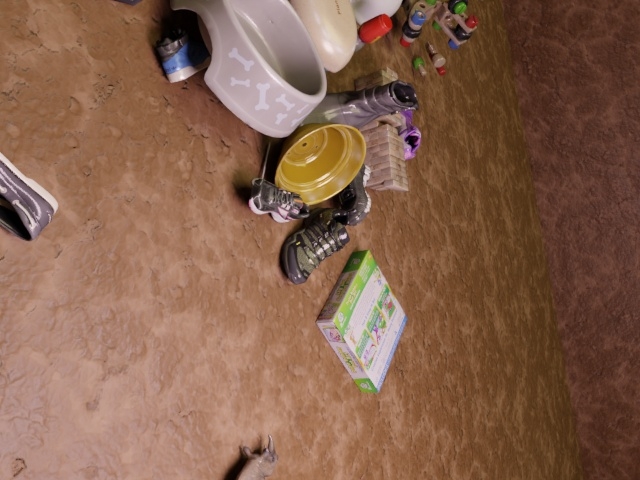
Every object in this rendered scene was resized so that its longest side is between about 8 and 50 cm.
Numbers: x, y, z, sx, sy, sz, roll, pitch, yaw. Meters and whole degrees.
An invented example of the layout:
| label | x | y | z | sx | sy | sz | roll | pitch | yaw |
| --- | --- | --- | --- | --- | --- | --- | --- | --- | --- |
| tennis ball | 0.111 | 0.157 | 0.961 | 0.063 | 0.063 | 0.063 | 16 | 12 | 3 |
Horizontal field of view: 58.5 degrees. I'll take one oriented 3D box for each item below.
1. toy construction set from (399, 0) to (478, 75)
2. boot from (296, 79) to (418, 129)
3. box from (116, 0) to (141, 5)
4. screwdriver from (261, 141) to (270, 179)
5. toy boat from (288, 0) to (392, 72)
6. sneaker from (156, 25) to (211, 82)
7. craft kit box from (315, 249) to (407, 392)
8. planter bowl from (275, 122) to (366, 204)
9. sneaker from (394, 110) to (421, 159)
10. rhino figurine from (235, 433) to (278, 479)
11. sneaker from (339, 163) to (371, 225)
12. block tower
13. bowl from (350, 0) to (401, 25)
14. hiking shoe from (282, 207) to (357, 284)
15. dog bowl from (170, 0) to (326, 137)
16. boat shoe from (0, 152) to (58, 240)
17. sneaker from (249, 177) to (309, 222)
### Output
| label | x | y | z | sx | sy | sz | roll | pitch | yaw |
| --- | --- | --- | --- | --- | --- | --- | --- | --- | --- |
| toy construction set | 0.340 | -0.705 | 1.814 | 0.308 | 0.258 | 0.237 | 77 | -7 | -65 |
| boot | 0.078 | -0.316 | 1.320 | 0.338 | 0.223 | 0.118 | -29 | 107 | -53 |
| box | -0.380 | -0.521 | 0.871 | 0.216 | 0.060 | 0.269 | -14 | 94 | -55 |
| screwdriver | -0.116 | -0.134 | 1.176 | 0.024 | 0.025 | 0.169 | 38 | 56 | -44 |
| toy boat | 0.032 | -0.524 | 1.399 | 0.318 | 0.148 | 0.267 | -6 | 82 | -47 |
| sneaker | -0.235 | -0.353 | 1.034 | 0.152 | 0.058 | 0.084 | -47 | 129 | -41 |
| craft kit box | 0.109 | 0.195 | 1.392 | 0.246 | 0.061 | 0.249 | 62 | 39 | -28 |
| planter bowl | -0.018 | -0.184 | 1.232 | 0.217 | 0.217 | 0.090 | 21 | 28 | -51 |
| sneaker | 0.247 | -0.308 | 1.659 | 0.095 | 0.105 | 0.236 | 48 | 45 | -35 |
| rhino figurine | -0.121 | 0.454 | 0.992 | 0.106 | 0.073 | 0.243 | 52 | 42 | -38 |
| sneaker | 0.065 | -0.131 | 1.375 | 0.106 | 0.078 | 0.234 | 43 | 34 | -29 |
| block tower | 0.164 | -0.295 | 1.551 | 0.091 | 0.097 | 0.335 | 8 | 74 | -54 |
| bowl | 0.161 | -0.765 | 1.622 | 0.298 | 0.134 | 0.297 | 16 | 70 | -52 |
| hiking shoe | 0.000 | 0.000 | 1.230 | 0.086 | 0.114 | 0.226 | 56 | 42 | -30 |
| dog bowl | -0.117 | -0.373 | 1.085 | 0.349 | 0.102 | 0.348 | 42 | 33 | -36 |
| boat shoe | -0.419 | -0.072 | 0.699 | 0.206 | 0.075 | 0.064 | 47 | 43 | -44 |
| sneaker | -0.076 | -0.082 | 1.141 | 0.178 | 0.077 | 0.071 | 18 | 72 | -66 |
